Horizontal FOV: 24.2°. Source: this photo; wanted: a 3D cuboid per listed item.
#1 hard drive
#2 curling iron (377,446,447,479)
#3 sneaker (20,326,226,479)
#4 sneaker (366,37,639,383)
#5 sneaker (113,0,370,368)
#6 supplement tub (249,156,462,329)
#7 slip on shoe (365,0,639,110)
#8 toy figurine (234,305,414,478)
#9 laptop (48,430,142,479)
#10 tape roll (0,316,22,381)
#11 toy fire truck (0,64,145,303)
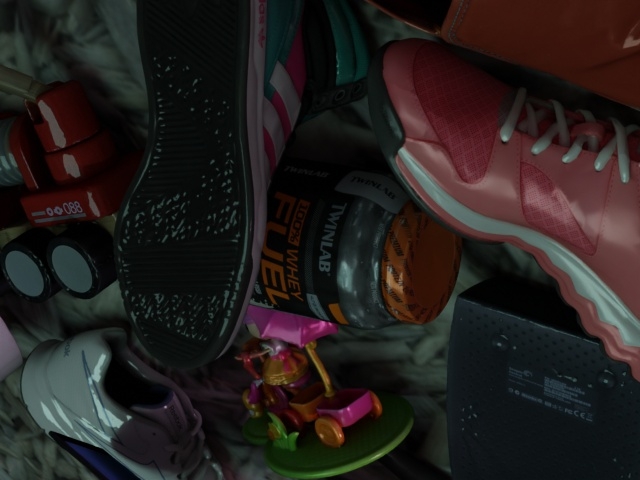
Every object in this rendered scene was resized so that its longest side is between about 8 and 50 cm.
[{"bbox_3d":[0.183,0.142,1.145,0.172,0.054,0.254,18,137,24],"label":"hard drive"},{"bbox_3d":[0.146,0.263,1.307,0.274,0.035,0.068,38,141,-1],"label":"curling iron"},{"bbox_3d":[-0.159,0.206,1.436,0.129,0.111,0.297,-27,110,43],"label":"sneaker"},{"bbox_3d":[0.173,-0.042,0.952,0.314,0.116,0.136,38,132,-11],"label":"sneaker"},{"bbox_3d":[-0.049,-0.071,1.015,0.124,0.178,0.295,14,106,27],"label":"sneaker"},{"bbox_3d":[0.000,0.000,1.098,0.190,0.117,0.117,10,133,30],"label":"supplement tub"},{"bbox_3d":[0.113,-0.149,0.879,0.331,0.101,0.123,29,139,9],"label":"slip on shoe"},{"bbox_3d":[-0.021,0.090,1.224,0.173,0.130,0.159,5,119,49],"label":"toy figurine"},{"bbox_3d":[-0.066,0.204,1.273,0.234,0.264,0.136,76,180,-78],"label":"laptop"},{"bbox_3d":[-0.421,0.077,1.396,0.246,0.169,0.246,42,159,20],"label":"tape roll"},{"bbox_3d":[-0.260,-0.073,1.219,0.217,0.158,0.246,-6,113,41],"label":"toy fire truck"}]
